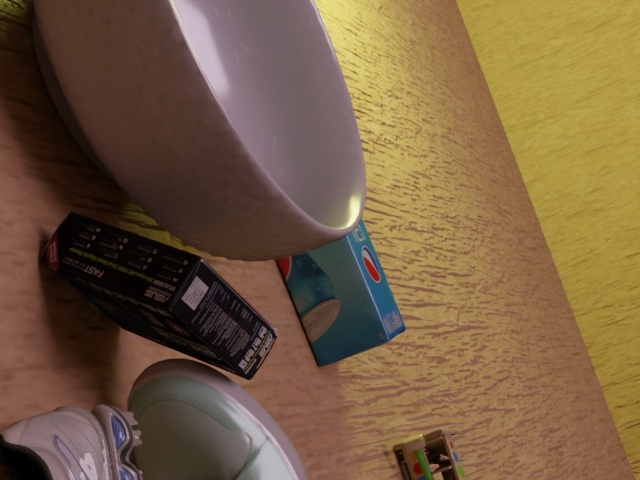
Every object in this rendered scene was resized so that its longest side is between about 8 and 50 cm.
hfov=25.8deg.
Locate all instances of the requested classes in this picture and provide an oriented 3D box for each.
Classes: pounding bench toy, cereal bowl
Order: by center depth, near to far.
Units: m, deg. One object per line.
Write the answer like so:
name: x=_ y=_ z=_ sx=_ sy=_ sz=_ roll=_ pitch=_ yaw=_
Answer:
cereal bowl: x=-0.100 y=-0.133 z=0.992 sx=0.339 sy=0.141 sz=0.339 roll=55 pitch=22 yaw=-34
pounding bench toy: x=0.105 y=0.217 z=1.324 sx=0.083 sy=0.052 sz=0.065 roll=19 pitch=51 yaw=-68

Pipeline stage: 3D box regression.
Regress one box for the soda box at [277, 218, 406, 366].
soda box: x=0.000 y=0.000 z=1.244 sx=0.210 sy=0.071 sz=0.067 roll=68 pitch=18 yaw=1

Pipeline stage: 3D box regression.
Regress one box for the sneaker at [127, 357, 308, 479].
sneaker: x=-0.059 y=0.196 z=0.795 sx=0.256 sy=0.094 sz=0.151 roll=66 pitch=20 yaw=0

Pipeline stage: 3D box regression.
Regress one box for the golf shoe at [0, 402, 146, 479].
golf shoe: x=-0.124 y=0.171 z=0.712 sx=0.086 sy=0.069 sz=0.176 roll=3 pitch=61 yaw=-49

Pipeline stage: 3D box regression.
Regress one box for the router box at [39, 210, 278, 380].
router box: x=-0.098 y=0.033 z=0.843 sx=0.038 sy=0.122 sz=0.092 roll=-60 pitch=139 yaw=-15
